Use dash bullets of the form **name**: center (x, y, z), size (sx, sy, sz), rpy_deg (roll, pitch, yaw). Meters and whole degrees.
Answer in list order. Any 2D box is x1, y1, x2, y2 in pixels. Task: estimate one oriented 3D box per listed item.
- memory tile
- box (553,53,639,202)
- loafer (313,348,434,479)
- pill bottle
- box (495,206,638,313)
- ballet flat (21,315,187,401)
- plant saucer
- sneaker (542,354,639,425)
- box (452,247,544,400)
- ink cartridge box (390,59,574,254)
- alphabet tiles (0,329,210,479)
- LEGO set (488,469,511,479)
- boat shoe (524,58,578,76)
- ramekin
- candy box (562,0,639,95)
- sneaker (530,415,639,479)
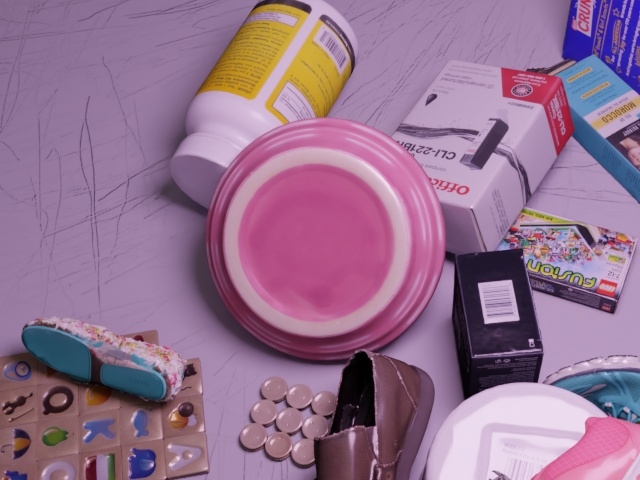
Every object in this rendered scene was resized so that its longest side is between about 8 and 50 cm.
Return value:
- **memory tile**: center (-0.024, 0.245, 1.469), size (0.148, 0.012, 0.113), rpy_deg (14, 59, 15)
- **box**: center (0.450, -0.170, 1.671), size (0.100, 0.060, 0.244), rpy_deg (-29, 57, -13)
- **loafer**: center (0.030, 0.287, 1.343), size (0.134, 0.130, 0.366), rpy_deg (-25, 35, 40)
- **pill bottle**: center (-0.088, -0.205, 1.678), size (0.188, 0.188, 0.334), rpy_deg (19, 60, 18)
- **box**: center (0.332, 0.020, 1.569), size (0.207, 0.036, 0.114), rpy_deg (16, 59, 17)
- **ballet flat**: center (-0.291, 0.157, 1.517), size (0.241, 0.091, 0.077), rpy_deg (19, 29, 14)
- **plant saucer**: center (0.000, 0.000, 1.483), size (0.332, 0.084, 0.332), rpy_deg (1, 94, 10)
- **sneaker**: center (0.417, 0.211, 1.394), size (0.275, 0.107, 0.110), rpy_deg (6, 66, 11)
- **box**: center (0.226, 0.120, 1.438), size (0.093, 0.158, 0.156), rpy_deg (-5, 55, 2)
- **ink cartridge box**: center (0.214, -0.123, 1.607), size (0.197, 0.114, 0.273), rpy_deg (16, 58, 36)
- **alphabet tiles**: center (-0.324, 0.262, 1.492), size (0.342, 0.011, 0.285), rpy_deg (-10, 55, 0)
- **LEGO set**: center (0.205, 0.293, 1.239), size (0.054, 0.023, 0.083), rpy_deg (-25, 57, -11)
- **boat shoe**: center (0.336, -0.249, 1.741), size (0.152, 0.056, 0.049), rpy_deg (-31, 63, -14)
- **ramekin**: center (0.249, 0.306, 1.323), size (0.277, 0.135, 0.277), rpy_deg (-3, 56, 5)
- **candy box**: center (0.529, -0.322, 1.641), size (0.122, 0.268, 0.317), rpy_deg (-39, 60, -23)
- **sneaker**: center (0.268, 0.316, 1.186), size (0.136, 0.116, 0.314), rpy_deg (23, 58, 40)
